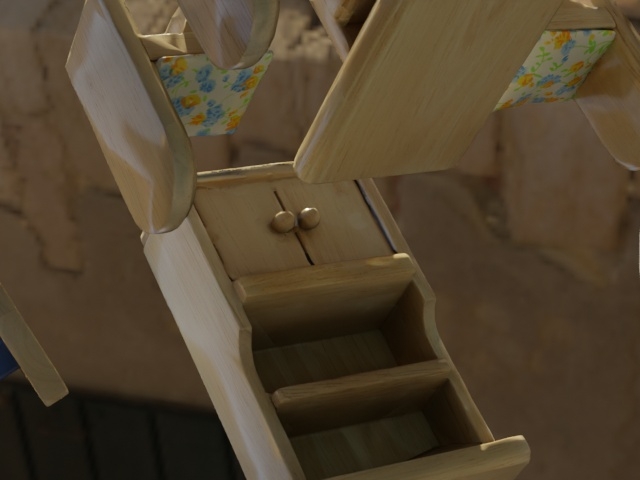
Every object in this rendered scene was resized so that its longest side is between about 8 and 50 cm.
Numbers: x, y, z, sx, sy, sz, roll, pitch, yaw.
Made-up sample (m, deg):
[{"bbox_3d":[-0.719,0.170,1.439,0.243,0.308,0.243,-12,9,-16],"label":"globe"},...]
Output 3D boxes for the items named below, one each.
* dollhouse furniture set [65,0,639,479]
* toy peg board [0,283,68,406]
[{"bbox_3d":[0.058,-0.032,0.990,0.256,0.362,0.394,63,143,28],"label":"dollhouse furniture set"},{"bbox_3d":[-0.220,0.020,0.890,0.160,0.079,0.161,61,169,-16],"label":"toy peg board"}]
